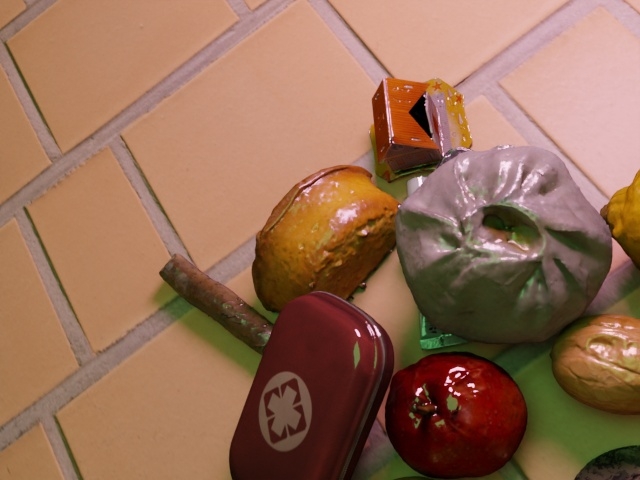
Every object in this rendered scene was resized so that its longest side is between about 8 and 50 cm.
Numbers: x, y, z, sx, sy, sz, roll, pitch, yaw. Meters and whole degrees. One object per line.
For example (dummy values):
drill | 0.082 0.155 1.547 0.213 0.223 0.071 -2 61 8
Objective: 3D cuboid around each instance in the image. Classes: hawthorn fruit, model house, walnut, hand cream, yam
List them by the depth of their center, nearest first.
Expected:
walnut | 0.469 0.195 1.362 0.207 0.159 0.159 7 72 24
hawthorn fruit | 0.204 0.282 1.371 0.230 0.266 0.210 2 84 26
hand cream | 0.204 0.036 1.585 0.085 0.058 0.331 -9 65 7
model house | 0.174 -0.247 1.671 0.208 0.136 0.219 -11 65 19
yam | -0.203 0.125 1.708 0.317 0.067 0.071 34 71 28

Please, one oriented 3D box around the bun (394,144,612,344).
bun | 0.286 0.009 1.392 0.355 0.194 0.354 -2 83 13

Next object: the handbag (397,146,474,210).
handbag | 0.312 -0.027 1.533 0.332 0.075 0.191 34 85 15

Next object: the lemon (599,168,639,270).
lemon | 0.628 -0.030 1.332 0.285 0.285 0.316 -49 35 -3

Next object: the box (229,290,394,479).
box | -0.024 0.291 1.469 0.263 0.108 0.403 26 98 46

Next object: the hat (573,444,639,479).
hat | 0.491 0.419 1.275 0.266 0.128 0.265 -10 62 19

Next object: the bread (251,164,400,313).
bread | 0.000 0.000 1.613 0.194 0.179 0.340 39 87 29

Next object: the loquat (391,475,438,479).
loquat | 0.160 0.476 1.337 0.213 0.213 0.213 -8 66 19
